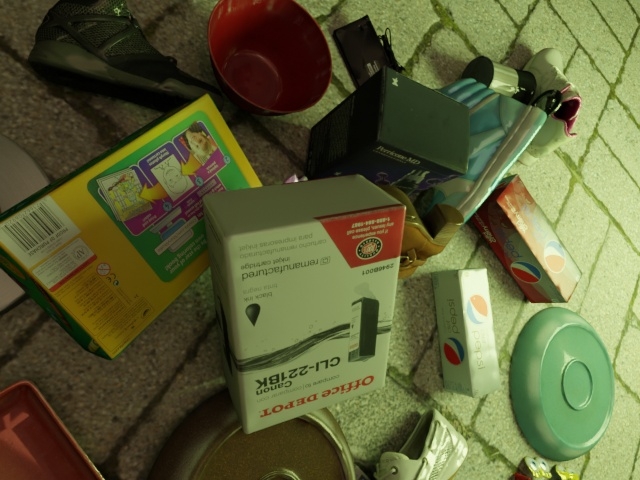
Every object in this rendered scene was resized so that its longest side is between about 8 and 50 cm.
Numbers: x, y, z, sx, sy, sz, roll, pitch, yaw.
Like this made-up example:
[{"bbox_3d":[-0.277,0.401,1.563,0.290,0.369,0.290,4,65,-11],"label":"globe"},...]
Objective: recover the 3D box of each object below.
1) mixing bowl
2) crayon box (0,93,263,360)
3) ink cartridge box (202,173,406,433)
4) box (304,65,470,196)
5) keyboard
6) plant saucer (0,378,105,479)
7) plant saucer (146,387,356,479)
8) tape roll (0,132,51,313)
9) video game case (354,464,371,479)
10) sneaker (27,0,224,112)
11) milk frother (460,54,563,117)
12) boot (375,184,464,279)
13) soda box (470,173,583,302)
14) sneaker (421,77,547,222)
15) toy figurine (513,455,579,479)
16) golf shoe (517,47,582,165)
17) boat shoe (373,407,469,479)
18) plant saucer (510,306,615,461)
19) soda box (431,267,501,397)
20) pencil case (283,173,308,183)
[{"bbox_3d":[-0.085,-0.255,0.620,0.182,0.098,0.181,4,82,-27],"label":"mixing bowl"},{"bbox_3d":[-0.196,-0.028,0.487,0.278,0.081,0.165,-50,124,-35],"label":"crayon box"},{"bbox_3d":[-0.021,0.075,0.513,0.197,0.114,0.272,-11,122,-21],"label":"ink cartridge box"},{"bbox_3d":[0.090,-0.137,0.630,0.153,0.207,0.108,13,75,-25],"label":"box"},{"bbox_3d":[0.102,-0.305,0.770,0.100,0.038,0.192,-26,96,-5],"label":"keyboard"},{"bbox_3d":[-0.350,0.319,0.426,0.258,0.048,0.259,-34,98,-27],"label":"plant saucer"},{"bbox_3d":[-0.066,0.339,0.537,0.311,0.050,0.310,12,67,-30],"label":"plant saucer"},{"bbox_3d":[-0.394,-0.015,0.438,0.219,0.072,0.219,4,81,-27],"label":"tape roll"},{"bbox_3d":[0.064,0.419,0.647,0.087,0.011,0.122,-46,104,-25],"label":"video game case"},{"bbox_3d":[-0.231,-0.244,0.548,0.228,0.087,0.130,12,83,-20],"label":"sneaker"},{"bbox_3d":[0.380,-0.298,0.843,0.135,0.143,0.129,1,89,-30],"label":"milk frother"},{"bbox_3d":[0.108,0.000,0.660,0.197,0.152,0.072,13,45,-21],"label":"boot"},{"bbox_3d":[0.407,0.003,0.846,0.092,0.083,0.263,-45,103,-26],"label":"soda box"},{"bbox_3d":[0.223,-0.148,0.768,0.208,0.127,0.319,38,87,11],"label":"sneaker"},{"bbox_3d":[0.542,0.547,0.760,0.363,0.217,0.191,26,71,-21],"label":"toy figurine"},{"bbox_3d":[0.504,-0.305,0.913,0.115,0.140,0.306,26,70,-20],"label":"golf shoe"},{"bbox_3d":[0.120,0.363,0.636,0.277,0.098,0.096,-31,82,-44],"label":"boat shoe"},{"bbox_3d":[0.523,0.299,0.887,0.318,0.044,0.317,4,80,-26],"label":"plant saucer"},{"bbox_3d":[0.259,0.158,0.755,0.074,0.069,0.215,-2,84,-28],"label":"soda box"},{"bbox_3d":[0.000,0.000,0.632,0.086,0.088,0.206,-41,101,-12],"label":"pencil case"}]
